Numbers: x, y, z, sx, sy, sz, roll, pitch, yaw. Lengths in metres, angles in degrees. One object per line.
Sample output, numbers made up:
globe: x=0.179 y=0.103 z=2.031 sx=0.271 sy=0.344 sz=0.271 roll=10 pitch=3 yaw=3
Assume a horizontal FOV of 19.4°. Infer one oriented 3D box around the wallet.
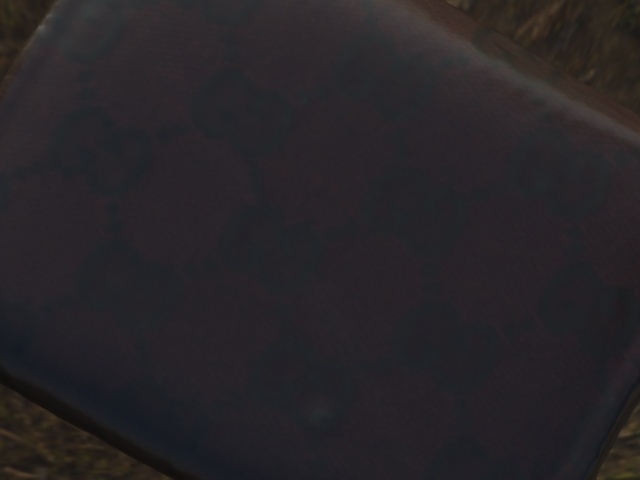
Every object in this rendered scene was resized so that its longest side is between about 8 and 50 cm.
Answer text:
wallet: x=0.000 y=0.000 z=0.595 sx=0.229 sy=0.049 sz=0.182 roll=30 pitch=84 yaw=5
